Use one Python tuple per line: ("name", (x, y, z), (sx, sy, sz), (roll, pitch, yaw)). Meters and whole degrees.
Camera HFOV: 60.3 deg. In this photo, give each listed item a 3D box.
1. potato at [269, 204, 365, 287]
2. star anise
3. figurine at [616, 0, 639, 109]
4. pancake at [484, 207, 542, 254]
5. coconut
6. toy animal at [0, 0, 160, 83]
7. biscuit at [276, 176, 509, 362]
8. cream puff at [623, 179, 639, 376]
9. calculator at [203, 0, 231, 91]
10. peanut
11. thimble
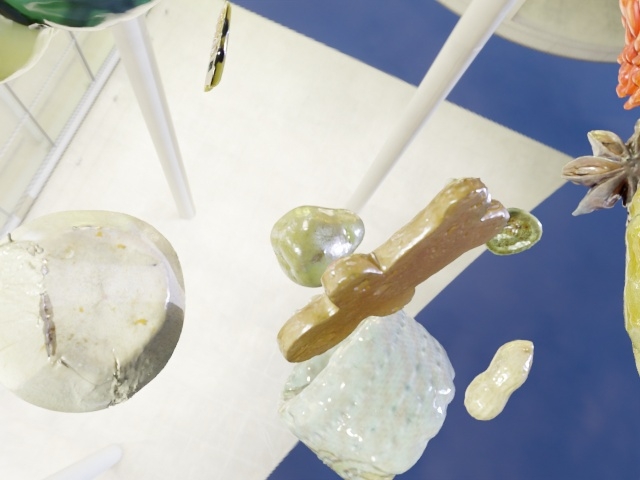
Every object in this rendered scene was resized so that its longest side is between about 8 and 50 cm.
("potato", (0.000, 0.000, 1.051), (0.193, 0.157, 0.157), (-26, -99, -29))
("star anise", (0.734, -0.146, 1.299), (0.314, 0.108, 0.316), (-6, -108, 20))
("figurine", (0.622, -0.320, 0.816), (0.411, 0.306, 0.241), (3, -125, -22))
("pancake", (0.336, -0.013, 0.977), (0.107, 0.108, 0.017), (17, -143, -4))
("coconut", (-0.419, 0.122, 0.966), (0.346, 0.360, 0.347), (7, -105, -29))
("toy animal", (-0.240, -0.209, 0.380), (0.337, 0.216, 0.191), (-12, -110, 15))
("biscuit", (0.069, 0.037, 0.619), (0.301, 0.196, 0.049), (-40, -120, 13))
("cream puff", (0.405, 0.035, 0.419), (0.291, 0.257, 0.325), (-2, -90, -46))
("calculator", (-0.269, -0.514, 1.461), (0.033, 0.157, 0.237), (9, -84, -20))
("peanut", (0.353, 0.269, 1.078), (0.082, 0.082, 0.187), (39, -94, 2))
("thimble", (0.066, 0.241, 0.906), (0.195, 0.291, 0.291), (42, -106, -3))
